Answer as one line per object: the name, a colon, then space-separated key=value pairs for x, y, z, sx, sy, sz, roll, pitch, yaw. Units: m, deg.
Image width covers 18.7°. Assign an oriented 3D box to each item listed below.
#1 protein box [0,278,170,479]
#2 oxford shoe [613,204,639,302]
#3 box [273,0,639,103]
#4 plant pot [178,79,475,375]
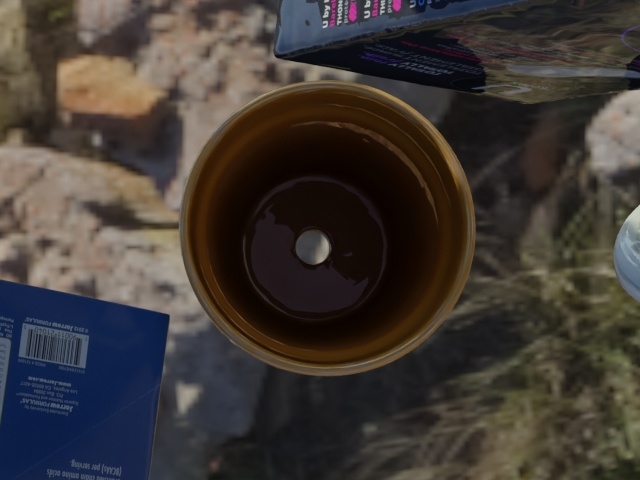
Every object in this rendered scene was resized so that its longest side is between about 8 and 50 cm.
protein box: x=-0.231 y=0.136 z=1.343 sx=0.136 sy=0.199 sz=0.201 roll=-8 pitch=72 yaw=54
oxford shoe: x=0.396 y=0.020 z=1.344 sx=0.169 sy=0.449 sz=0.130 roll=53 pitch=140 yaw=43
box: x=0.117 y=-0.151 z=0.886 sx=0.270 sy=0.165 sz=0.143 roll=-3 pitch=81 yaw=59
plant pot: x=0.000 y=0.000 z=1.428 sx=0.188 sy=0.205 sz=0.205 roll=119 pitch=143 yaw=-83
